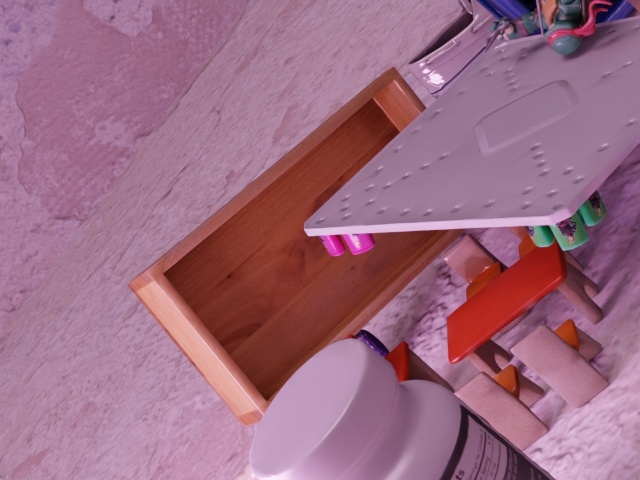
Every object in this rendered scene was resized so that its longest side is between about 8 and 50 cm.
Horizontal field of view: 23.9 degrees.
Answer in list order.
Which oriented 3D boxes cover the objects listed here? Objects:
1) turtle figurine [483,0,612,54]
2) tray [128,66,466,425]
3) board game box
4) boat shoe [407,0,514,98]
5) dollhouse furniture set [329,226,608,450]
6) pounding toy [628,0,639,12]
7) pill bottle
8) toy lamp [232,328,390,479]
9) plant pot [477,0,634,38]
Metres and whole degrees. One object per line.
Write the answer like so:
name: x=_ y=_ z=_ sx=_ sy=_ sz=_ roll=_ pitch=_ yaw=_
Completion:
turtle figurine: x=0.254 y=-0.284 z=1.703 sx=0.175 sy=0.118 sz=0.234 roll=118 pitch=159 yaw=-56
tray: x=0.000 y=0.000 z=1.717 sx=0.411 sy=0.203 sz=0.076 roll=-42 pitch=6 yaw=-30
board game box: x=0.226 y=-0.114 z=1.602 sx=0.390 sy=0.050 sz=0.390 roll=-44 pitch=24 yaw=-30
boat shoe: x=0.232 y=-0.319 z=2.135 sx=0.267 sy=0.088 sz=0.096 roll=-46 pitch=20 yaw=13
dollhouse furniture set: x=0.144 y=0.090 z=1.502 sx=0.259 sy=0.135 sz=0.262 roll=-41 pitch=21 yaw=23
pounding toy: x=0.355 y=-0.342 z=1.729 sx=0.094 sy=0.206 sz=0.181 roll=-29 pitch=28 yaw=45
pill bottle: x=0.088 y=0.211 z=1.187 sx=0.162 sy=0.278 sz=0.162 roll=-43 pitch=20 yaw=19
toy lamp: x=-0.028 y=0.214 z=1.736 sx=0.274 sy=0.080 sz=0.080 roll=-46 pitch=20 yaw=8
plant pot: x=0.287 y=-0.380 z=1.925 sx=0.236 sy=0.236 sz=0.212 roll=-51 pitch=14 yaw=1
